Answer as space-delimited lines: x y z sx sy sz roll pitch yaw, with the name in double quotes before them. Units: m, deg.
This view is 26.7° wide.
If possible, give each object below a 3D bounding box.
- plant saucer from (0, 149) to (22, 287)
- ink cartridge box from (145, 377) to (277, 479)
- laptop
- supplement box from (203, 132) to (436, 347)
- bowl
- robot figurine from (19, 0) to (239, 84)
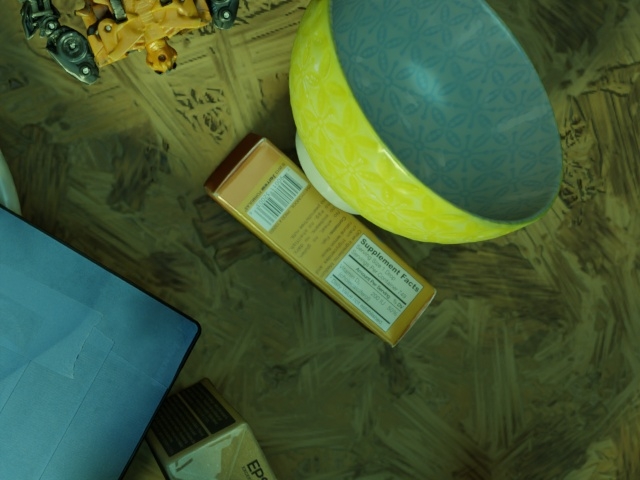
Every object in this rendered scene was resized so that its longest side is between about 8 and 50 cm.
"plant saucer" -0.464 0.008 1.168 0.400 0.100 0.400 1 86 -18
"ink cartridge box" -0.076 0.263 1.265 0.088 0.193 0.234 -28 104 -10
"laptop" -0.323 0.119 1.028 0.236 0.408 0.382 22 72 17
"supplement box" 0.000 0.000 1.298 0.233 0.078 0.080 43 86 -15
"bowl" 0.069 -0.107 1.237 0.289 0.289 0.156 43 131 -15
"robot figurine" -0.192 -0.287 1.208 0.211 0.085 0.291 -22 102 -7
